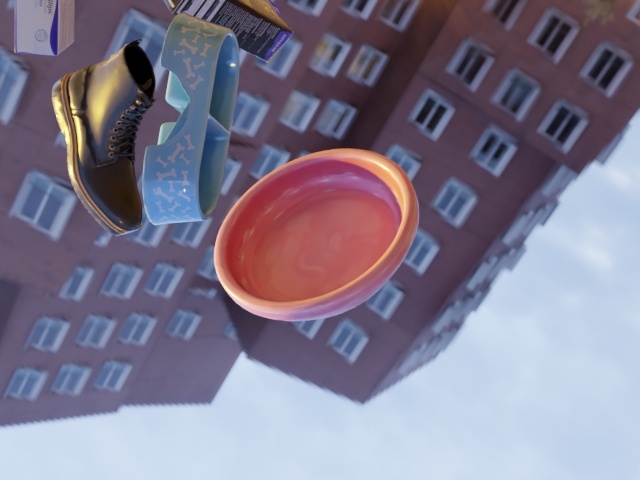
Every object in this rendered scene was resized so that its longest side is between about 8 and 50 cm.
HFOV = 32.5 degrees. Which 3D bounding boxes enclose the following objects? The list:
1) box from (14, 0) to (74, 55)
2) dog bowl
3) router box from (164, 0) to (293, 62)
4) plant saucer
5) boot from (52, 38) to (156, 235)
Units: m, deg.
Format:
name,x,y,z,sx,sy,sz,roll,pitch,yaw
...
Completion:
name,x,y,z,sx,sy,sz,roll,pitch,yaw
box,-0.449,-0.377,1.795,0.072,0.126,0.137,5,-161,-3
dog bowl,-0.173,-0.163,1.514,0.074,0.297,0.166,8,175,9
router box,-0.214,-0.484,2.028,0.243,0.081,0.309,20,-151,-45
plant saucer,0.000,0.000,1.713,0.332,0.332,0.084,59,178,46
boot,-0.222,-0.115,1.237,0.077,0.137,0.197,-24,-88,-52
